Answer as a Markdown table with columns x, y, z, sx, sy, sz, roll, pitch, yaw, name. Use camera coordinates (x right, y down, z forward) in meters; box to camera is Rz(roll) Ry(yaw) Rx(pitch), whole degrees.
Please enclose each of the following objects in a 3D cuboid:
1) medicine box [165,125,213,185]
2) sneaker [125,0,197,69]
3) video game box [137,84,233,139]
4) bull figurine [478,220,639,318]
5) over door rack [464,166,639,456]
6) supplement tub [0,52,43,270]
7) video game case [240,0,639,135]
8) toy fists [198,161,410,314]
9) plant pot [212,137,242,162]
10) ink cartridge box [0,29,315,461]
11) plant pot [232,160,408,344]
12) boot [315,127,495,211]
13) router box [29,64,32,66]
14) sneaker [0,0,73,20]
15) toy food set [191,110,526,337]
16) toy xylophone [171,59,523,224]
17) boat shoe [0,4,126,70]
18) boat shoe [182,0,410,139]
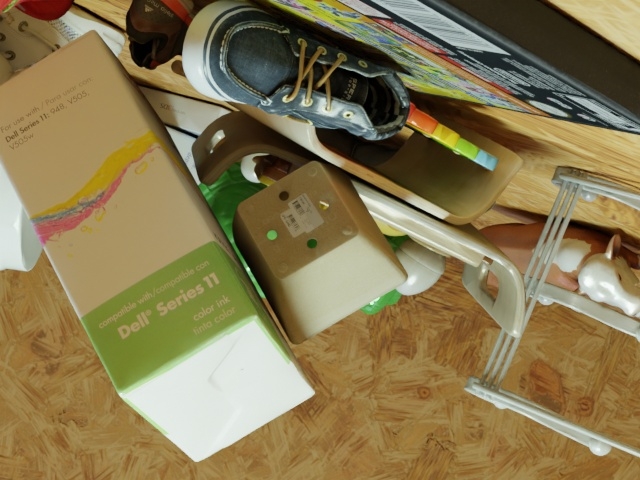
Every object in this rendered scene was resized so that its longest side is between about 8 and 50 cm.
| x | y | z | sx | sy | sz | roll | pitch | yaw | name |
| --- | --- | --- | --- | --- | --- | --- | --- | --- | --- |
| -0.239 | -0.081 | 2.177 | 0.289 | 0.149 | 0.263 | 22 | 178 | -22 | medicine box |
| -0.137 | -0.172 | 1.300 | 0.061 | 0.065 | 0.158 | 32 | 176 | 7 | sneaker |
| -0.145 | -0.151 | 2.154 | 0.205 | 0.048 | 0.187 | 18 | 179 | 43 | video game box |
| 0.311 | 0.036 | 1.917 | 0.188 | 0.101 | 0.310 | 20 | 178 | -35 | bull figurine |
| 0.289 | 0.078 | 1.375 | 0.108 | 0.239 | 0.324 | 24 | 176 | -35 | over door rack |
| -0.416 | -0.089 | 1.500 | 0.316 | 0.228 | 0.228 | 9 | 178 | -1 | supplement tub |
| 0.059 | -0.135 | 0.984 | 0.275 | 0.035 | 0.248 | 21 | 177 | -42 | video game case |
| 0.000 | 0.000 | 1.593 | 0.279 | 0.096 | 0.142 | 8 | -136 | -53 | toy fists |
| -0.015 | -0.088 | 1.885 | 0.236 | 0.032 | 0.236 | 20 | -161 | -7 | plant pot |
| -0.153 | -0.020 | 1.253 | 0.353 | 0.119 | 0.207 | 59 | 179 | 25 | ink cartridge box |
| -0.009 | 0.000 | 1.233 | 0.109 | 0.109 | 0.096 | 60 | 180 | 22 | plant pot |
| 0.064 | -0.078 | 1.731 | 0.189 | 0.076 | 0.208 | 3 | -162 | -45 | boot |
| -0.413 | -0.259 | 2.030 | 0.092 | 0.038 | 0.122 | 19 | 177 | 46 | router box |
| -0.260 | -0.200 | 1.169 | 0.107 | 0.118 | 0.279 | 20 | 178 | 11 | sneaker |
| 0.029 | -0.014 | 1.420 | 0.306 | 0.092 | 0.220 | 25 | -172 | -10 | toy food set |
| 0.016 | -0.109 | 1.303 | 0.236 | 0.081 | 0.322 | 31 | -176 | 30 | toy xylophone |
| -0.307 | -0.210 | 1.573 | 0.098 | 0.096 | 0.277 | 19 | 177 | 40 | boat shoe |
| -0.010 | -0.109 | 1.024 | 0.083 | 0.065 | 0.183 | 17 | -177 | 29 | boat shoe |
